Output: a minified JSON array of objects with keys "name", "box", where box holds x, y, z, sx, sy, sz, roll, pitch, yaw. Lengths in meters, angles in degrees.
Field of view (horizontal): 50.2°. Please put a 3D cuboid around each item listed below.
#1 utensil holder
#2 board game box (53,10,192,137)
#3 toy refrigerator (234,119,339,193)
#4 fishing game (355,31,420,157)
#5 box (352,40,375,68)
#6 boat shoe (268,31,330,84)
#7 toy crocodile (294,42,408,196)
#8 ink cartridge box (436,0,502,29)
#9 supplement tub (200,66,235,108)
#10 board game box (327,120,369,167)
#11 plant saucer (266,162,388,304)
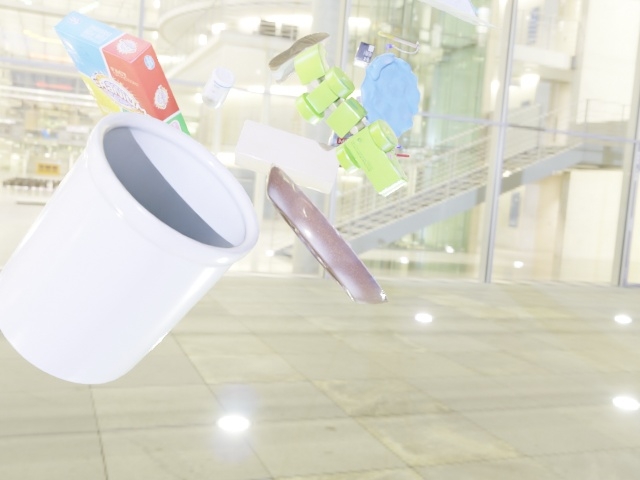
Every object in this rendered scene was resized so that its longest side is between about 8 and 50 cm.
[{"name":"utensil holder","box":[-0.350,0.023,1.224,0.327,0.385,0.328,35,25,-19]},{"name":"board game box","box":[-0.428,-0.335,1.528,0.242,0.064,0.317,27,-25,25]},{"name":"toy refrigerator","box":[-0.085,-0.219,1.815,0.269,0.102,0.094,17,-20,-3]},{"name":"fishing game","box":[0.147,-0.314,1.497,0.189,0.264,0.041,-3,9,-41]},{"name":"box","box":[0.141,-0.603,2.228,0.052,0.062,0.083,19,0,-4]},{"name":"boat shoe","box":[-0.040,-0.391,1.456,0.153,0.048,0.056,-39,45,-16]},{"name":"toy crocodile","box":[0.060,-0.242,1.380,0.115,0.341,0.105,-36,3,29]},{"name":"ink cartridge box","box":[0.334,-0.606,1.728,0.232,0.066,0.189,13,18,-17]},{"name":"supplement tub","box":[-0.296,-0.440,1.970,0.071,0.071,0.107,2,-32,-33]},{"name":"board game box","box":[0.108,-0.317,2.113,0.194,0.194,0.060,4,39,1]},{"name":"plant saucer","box":[0.000,0.000,1.177,0.050,0.311,0.310,-39,9,-4]}]
